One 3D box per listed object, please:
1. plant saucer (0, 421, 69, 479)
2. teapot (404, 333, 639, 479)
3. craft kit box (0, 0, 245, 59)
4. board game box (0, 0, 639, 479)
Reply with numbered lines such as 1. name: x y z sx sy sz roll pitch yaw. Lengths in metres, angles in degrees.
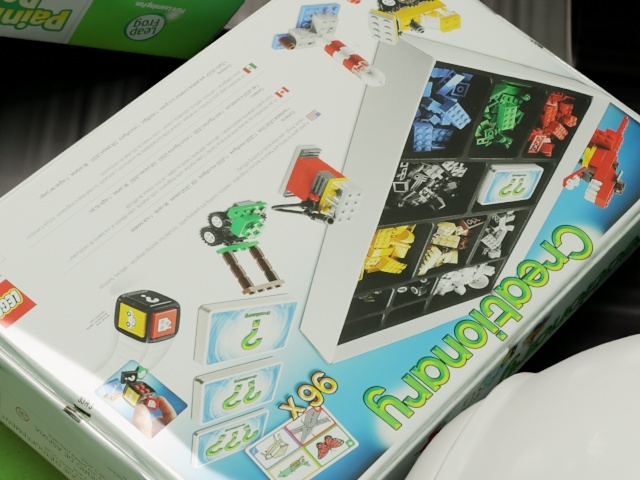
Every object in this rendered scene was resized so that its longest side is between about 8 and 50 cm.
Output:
1. plant saucer: -0.116 0.131 0.780 0.241 0.037 0.241 3 59 -4
2. teapot: 0.100 0.132 0.703 0.187 0.256 0.252 17 73 23
3. craft kit box: -0.180 -0.202 0.884 0.250 0.061 0.246 2 57 -43
4. board game box: 0.000 0.000 0.827 0.193 0.053 0.305 38 53 15
